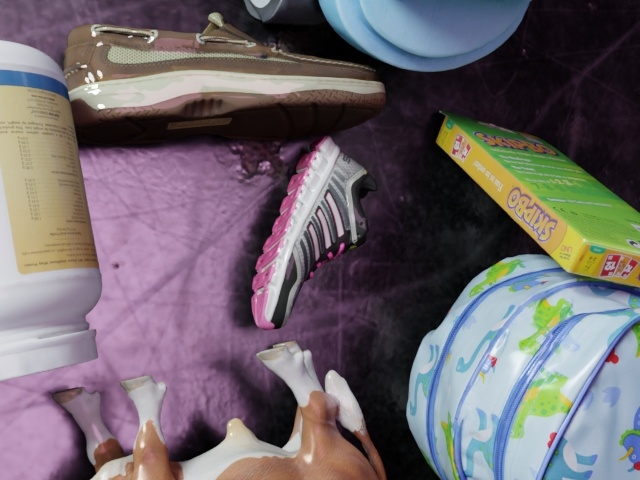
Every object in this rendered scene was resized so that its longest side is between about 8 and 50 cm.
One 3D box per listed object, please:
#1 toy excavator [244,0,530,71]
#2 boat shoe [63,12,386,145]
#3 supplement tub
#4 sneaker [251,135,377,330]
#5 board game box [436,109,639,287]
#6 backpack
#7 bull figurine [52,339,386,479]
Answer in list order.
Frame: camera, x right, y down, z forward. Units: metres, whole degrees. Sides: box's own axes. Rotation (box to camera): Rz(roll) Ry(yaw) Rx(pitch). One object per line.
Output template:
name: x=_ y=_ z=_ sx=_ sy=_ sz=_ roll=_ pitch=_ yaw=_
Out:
toy excavator: x=0.145 y=-0.301 z=0.528 sx=0.222 sy=0.445 sz=0.433 roll=-5 pitch=116 yaw=-27
boat shoe: x=-0.069 y=-0.134 z=0.656 sx=0.257 sy=0.095 sz=0.095 roll=-5 pitch=79 yaw=-26
supplement tub: x=-0.219 y=-0.011 z=0.534 sx=0.144 sy=0.144 sz=0.200 roll=-9 pitch=86 yaw=-27
sneaker: x=0.000 y=0.000 z=0.684 sx=0.075 sy=0.063 sz=0.170 roll=26 pitch=67 yaw=-14
board game box: x=0.194 y=-0.041 z=0.711 sx=0.124 sy=0.259 sz=0.039 roll=11 pitch=117 yaw=-24
backpack: x=0.247 y=0.158 z=0.691 sx=0.355 sy=0.273 sz=0.290 roll=34 pitch=95 yaw=-5
bull figurine: x=-0.085 y=0.182 z=0.588 sx=0.310 sy=0.101 sz=0.188 roll=-8 pitch=84 yaw=-38
